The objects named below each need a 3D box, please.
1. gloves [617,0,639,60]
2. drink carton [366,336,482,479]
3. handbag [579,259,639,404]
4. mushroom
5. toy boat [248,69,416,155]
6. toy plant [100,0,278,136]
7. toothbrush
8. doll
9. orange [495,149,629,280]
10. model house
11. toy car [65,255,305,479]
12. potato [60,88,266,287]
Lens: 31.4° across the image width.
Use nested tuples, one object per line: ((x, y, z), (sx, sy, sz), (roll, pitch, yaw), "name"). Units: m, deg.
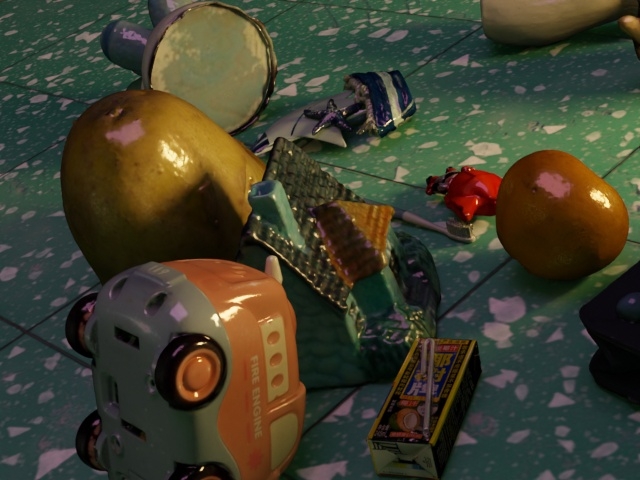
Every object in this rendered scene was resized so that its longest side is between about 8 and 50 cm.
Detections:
((0.597, -0.307, 1.593), (0.356, 0.155, 0.203), (3, 39, 2), "gloves")
((0.108, 0.164, 1.152), (0.071, 0.056, 0.165), (2, 34, 23), "drink carton")
((0.447, 0.057, 1.112), (0.326, 0.118, 0.269), (-36, 36, -27), "handbag")
((0.412, -0.390, 1.860), (0.329, 0.122, 0.159), (-1, 43, 24), "mushroom")
((0.022, -0.182, 1.766), (0.291, 0.070, 0.210), (-33, 29, -20), "toy boat")
((-0.250, -0.313, 1.965), (0.247, 0.247, 0.332), (-30, 30, -21), "toy plant")
((0.099, -0.039, 1.523), (0.019, 0.025, 0.276), (-37, 36, -30), "toothbrush")
((0.195, -0.068, 1.491), (0.109, 0.057, 0.169), (-22, 27, -15), "doll")
((0.271, -0.025, 1.302), (0.136, 0.159, 0.159), (-48, 28, 13), "orange")
((0.000, 0.000, 1.300), (0.226, 0.241, 0.261), (-12, 30, 13), "model house")
((-0.111, 0.144, 1.120), (0.212, 0.270, 0.180), (-16, 23, -39), "toy car")
((-0.186, -0.092, 1.495), (0.290, 0.296, 0.397), (-1, 35, 22), "potato")
